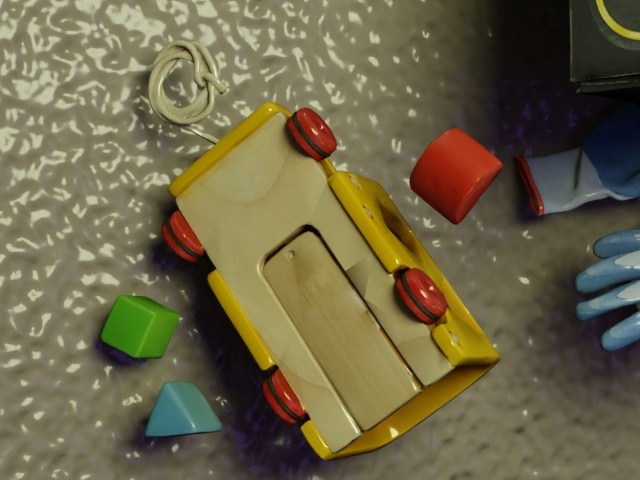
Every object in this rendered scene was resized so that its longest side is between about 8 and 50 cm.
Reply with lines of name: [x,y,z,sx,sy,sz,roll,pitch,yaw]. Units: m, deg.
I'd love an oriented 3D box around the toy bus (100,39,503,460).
toy bus: [0.002,0.013,0.691,0.104,0.191,0.202,12,88,-66]

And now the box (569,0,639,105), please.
box: [0.272,-0.219,0.721,0.395,0.097,0.318,3,86,-47]

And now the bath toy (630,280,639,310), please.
bath toy: [0.326,0.112,0.823,0.151,0.129,0.348,-38,105,-17]

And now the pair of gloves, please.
pair of gloves: [0.202,-0.016,0.755,0.159,0.198,0.023,-14,136,-5]
